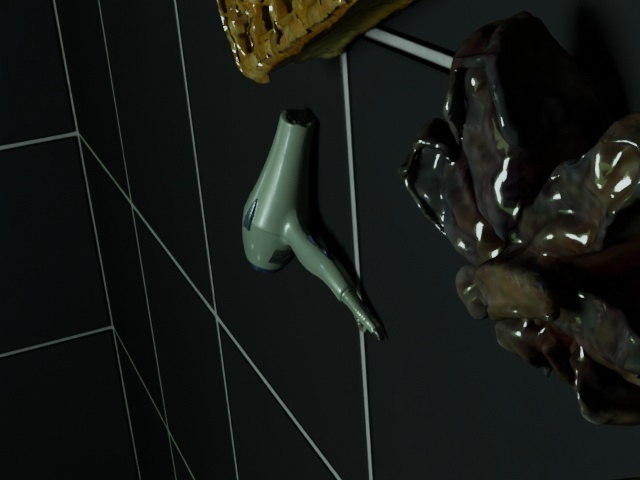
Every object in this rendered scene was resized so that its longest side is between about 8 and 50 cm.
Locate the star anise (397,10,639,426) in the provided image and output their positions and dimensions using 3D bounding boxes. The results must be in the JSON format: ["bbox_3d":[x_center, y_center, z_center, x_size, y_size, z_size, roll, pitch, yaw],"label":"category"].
[{"bbox_3d":[0.117,-0.005,0.488,0.214,0.099,0.220,66,160,0],"label":"star anise"}]

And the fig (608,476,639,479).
[{"bbox_3d":[0.129,0.204,0.358,0.271,0.239,0.239,33,-156,-53],"label":"fig"}]

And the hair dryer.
[{"bbox_3d":[-0.004,-0.021,0.883,0.199,0.067,0.167,33,129,47],"label":"hair dryer"}]

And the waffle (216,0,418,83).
[{"bbox_3d":[-0.002,-0.238,0.659,0.308,0.091,0.212,169,87,-70],"label":"waffle"}]
